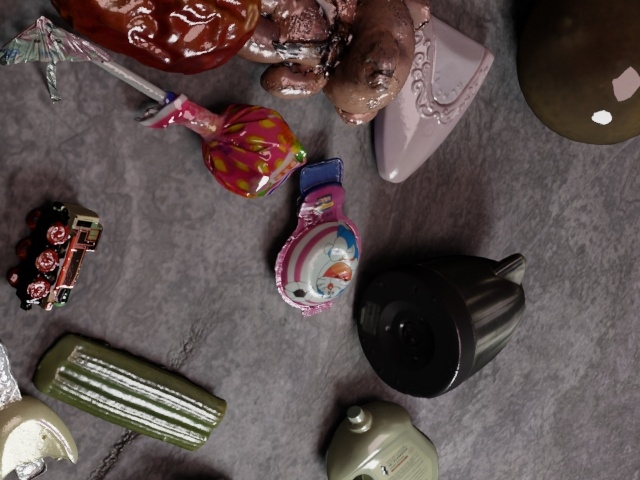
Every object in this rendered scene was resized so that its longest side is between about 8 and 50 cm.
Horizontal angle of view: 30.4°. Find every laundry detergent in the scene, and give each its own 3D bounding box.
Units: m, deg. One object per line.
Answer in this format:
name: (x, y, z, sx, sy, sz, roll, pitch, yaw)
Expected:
laundry detergent: (0.094, 0.355, 1.946, 0.181, 0.091, 0.253, -40, 134, -11)

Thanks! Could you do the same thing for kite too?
kite: (-0.297, -0.198, 1.301, 0.139, 0.011, 0.156, 1, 152, -7)

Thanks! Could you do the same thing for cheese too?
cheese: (0.000, 0.000, 1.689, 0.155, 0.062, 0.244, -16, 122, -33)
cheese: (-0.383, 0.214, 1.466, 0.127, 0.050, 0.235, -27, 130, -26)

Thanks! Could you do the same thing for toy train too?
toy train: (-0.319, 0.021, 1.422, 0.087, 0.050, 0.137, 9, 106, -48)

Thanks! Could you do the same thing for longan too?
longan: (0.417, -0.272, 1.787, 0.258, 0.258, 0.258, -21, 125, -33)

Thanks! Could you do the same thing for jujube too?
jujube: (-0.181, -0.277, 1.296, 0.250, 0.174, 0.174, 20, 98, -47)

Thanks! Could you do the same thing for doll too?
doll: (0.009, -0.252, 1.499, 0.303, 0.156, 0.201, 11, 111, -40)

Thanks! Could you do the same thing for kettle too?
kettle: (0.219, 0.131, 1.864, 0.271, 0.207, 0.250, -20, 118, -43)

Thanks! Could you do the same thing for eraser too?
eraser: (0.154, -0.196, 1.720, 0.204, 0.059, 0.243, 17, 96, -46)

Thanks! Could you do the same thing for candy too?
candy: (-0.173, -0.163, 1.432, 0.365, 0.124, 0.124, 29, 91, -38)

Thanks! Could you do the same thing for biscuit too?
biscuit: (-0.248, 0.209, 1.598, 0.099, 0.038, 0.322, -55, 137, 1)

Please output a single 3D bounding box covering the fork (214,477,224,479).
fork: (-0.191, 0.376, 1.759, 0.115, 0.012, 0.016, -18, 127, -40)
